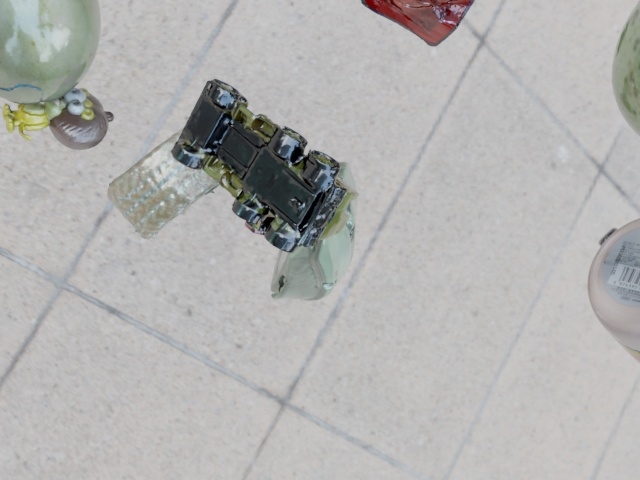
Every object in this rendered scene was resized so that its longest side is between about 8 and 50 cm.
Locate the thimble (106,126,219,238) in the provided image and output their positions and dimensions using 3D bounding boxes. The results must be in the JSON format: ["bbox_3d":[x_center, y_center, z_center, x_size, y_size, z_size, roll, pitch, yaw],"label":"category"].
[{"bbox_3d":[-0.311,-0.119,1.737,0.229,0.196,0.148,-41,96,-17],"label":"thimble"}]

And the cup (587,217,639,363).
[{"bbox_3d":[0.453,0.061,1.112,0.200,0.253,0.191,34,107,-35],"label":"cup"}]

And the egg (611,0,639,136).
[{"bbox_3d":[0.484,-0.204,0.839,0.287,0.379,0.288,5,83,-51],"label":"egg"}]

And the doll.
[{"bbox_3d":[-0.472,-0.221,1.538,0.188,0.145,0.096,-27,150,-44],"label":"doll"}]

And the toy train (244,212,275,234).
[{"bbox_3d":[-0.110,-0.082,1.627,0.050,0.087,0.138,0,117,-41],"label":"toy train"}]

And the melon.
[{"bbox_3d":[-0.499,-0.381,1.403,0.268,0.268,0.330,-38,138,-23],"label":"melon"}]

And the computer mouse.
[{"bbox_3d":[0.004,0.000,1.708,0.145,0.429,0.228,19,64,-5],"label":"computer mouse"}]

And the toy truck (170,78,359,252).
[{"bbox_3d":[-0.072,-0.102,1.110,0.127,0.257,0.127,-59,158,18],"label":"toy truck"}]

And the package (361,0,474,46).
[{"bbox_3d":[0.216,-0.486,1.633,0.194,0.269,0.071,36,52,-13],"label":"package"}]
